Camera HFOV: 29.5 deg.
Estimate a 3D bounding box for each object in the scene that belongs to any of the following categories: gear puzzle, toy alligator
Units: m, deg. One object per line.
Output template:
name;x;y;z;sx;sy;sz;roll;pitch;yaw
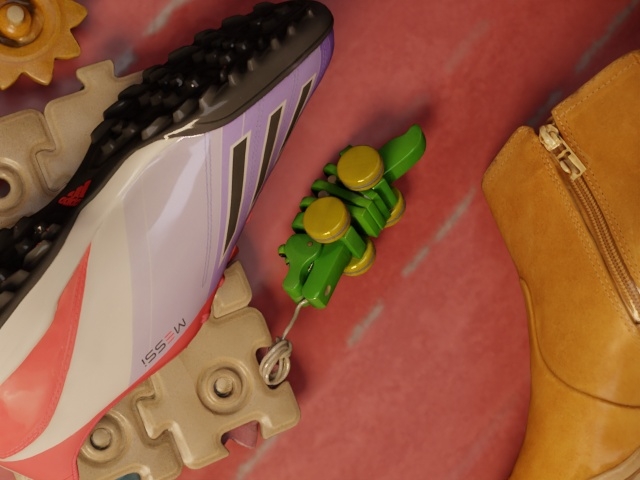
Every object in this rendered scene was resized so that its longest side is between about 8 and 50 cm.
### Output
gear puzzle;-0.150;-0.011;0.738;0.175;0.044;0.339;-22;90;-18
toy alligator;0.000;0.000;0.757;0.051;0.056;0.190;23;73;34

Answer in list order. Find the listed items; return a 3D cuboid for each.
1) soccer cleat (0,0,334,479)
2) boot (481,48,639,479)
soccer cleat;-0.089;-0.007;0.690;0.318;0.108;0.116;-50;122;-20
boot;0.156;0.047;0.755;0.295;0.104;0.211;-50;56;26
